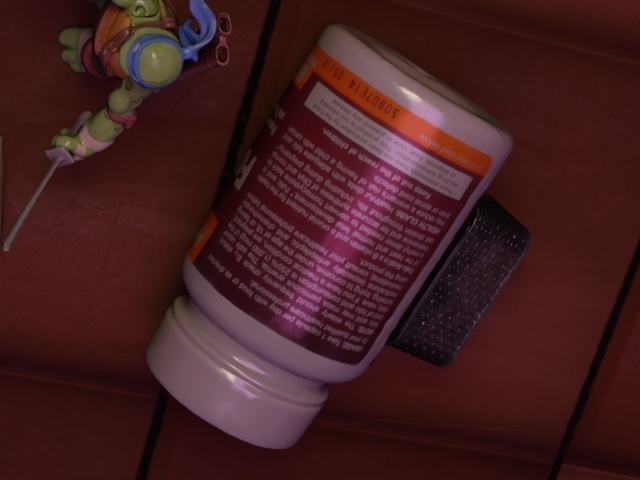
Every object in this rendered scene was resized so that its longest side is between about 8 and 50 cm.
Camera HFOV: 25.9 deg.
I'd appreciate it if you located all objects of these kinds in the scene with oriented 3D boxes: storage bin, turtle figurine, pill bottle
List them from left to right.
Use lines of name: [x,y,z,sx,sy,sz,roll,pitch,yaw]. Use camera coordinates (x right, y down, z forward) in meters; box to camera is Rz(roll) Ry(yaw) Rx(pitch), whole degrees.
turtle figurine: [-0.235,-0.180,1.255,0.274,0.266,0.198,-35,115,2]
pill bottle: [0.000,0.000,1.407,0.224,0.224,0.392,28,102,-22]
storage bin: [0.126,0.029,1.496,0.084,0.122,0.180,26,104,-33]

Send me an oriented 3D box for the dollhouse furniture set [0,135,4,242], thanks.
dollhouse furniture set: [-0.527,0.056,1.247,0.394,0.362,0.256,11,120,4]
